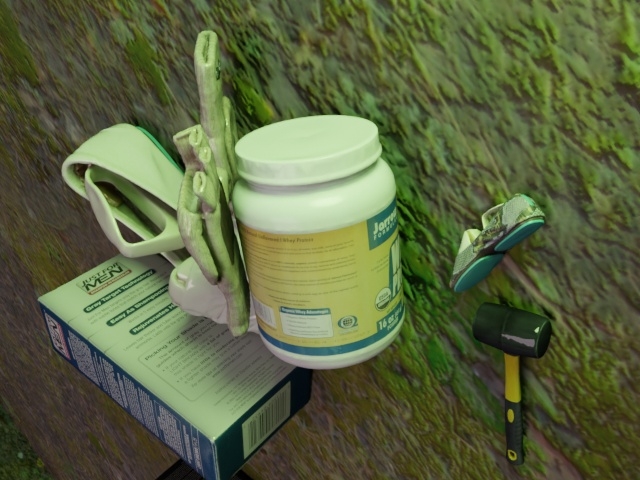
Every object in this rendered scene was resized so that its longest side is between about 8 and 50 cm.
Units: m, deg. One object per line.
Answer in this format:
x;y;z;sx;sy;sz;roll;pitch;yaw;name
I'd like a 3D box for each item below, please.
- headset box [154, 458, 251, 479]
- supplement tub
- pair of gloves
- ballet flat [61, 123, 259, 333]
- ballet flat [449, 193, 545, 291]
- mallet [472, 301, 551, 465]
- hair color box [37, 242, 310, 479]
-0.150;0.540;1.062;0.283;0.131;0.246;26;131;30;headset box
0.000;0.000;0.555;0.144;0.144;0.199;15;125;37;supplement tub
-0.102;-0.053;0.578;0.204;0.042;0.240;84;178;-51;pair of gloves
-0.160;0.008;0.725;0.400;0.139;0.139;40;137;17;ballet flat
0.141;0.000;0.509;0.041;0.041;0.114;46;138;11;ballet flat
0.171;0.138;0.569;0.062;0.039;0.189;21;133;33;mallet
-0.199;0.149;0.820;0.347;0.174;0.105;28;133;29;hair color box
